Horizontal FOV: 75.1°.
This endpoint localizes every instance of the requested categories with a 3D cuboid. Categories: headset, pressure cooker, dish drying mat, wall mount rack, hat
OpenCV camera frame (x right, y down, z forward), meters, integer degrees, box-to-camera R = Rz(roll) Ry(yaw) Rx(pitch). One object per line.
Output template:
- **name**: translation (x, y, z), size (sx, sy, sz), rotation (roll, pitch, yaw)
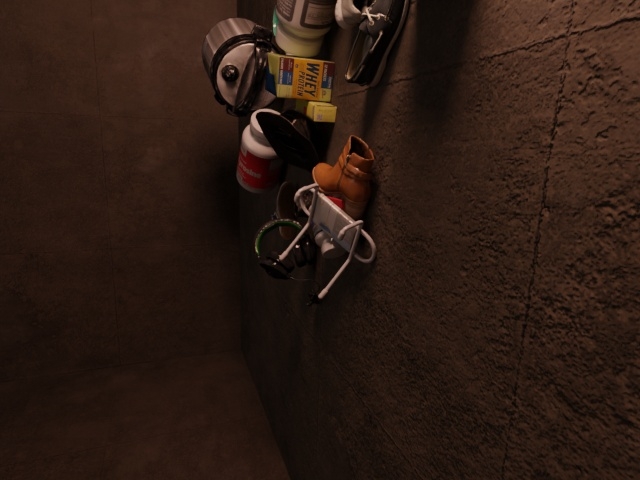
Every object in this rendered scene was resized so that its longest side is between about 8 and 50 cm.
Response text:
- **headset**: translation (-0.119, 0.089, 1.746), size (0.394, 0.243, 0.185), rotation (55, 172, 26)
- **pressure cooker**: translation (-0.367, -0.825, 2.007), size (0.420, 0.376, 0.369), rotation (62, 177, 43)
- **dish drying mat**: translation (0.046, -0.118, 1.306), size (0.083, 0.008, 0.032), rotation (25, 137, 54)
- **wall mount rack**: translation (0.000, 0.000, 1.323), size (0.350, 0.131, 0.304), rotation (42, 140, 27)
- **hat**: translation (-0.095, -0.420, 1.642), size (0.134, 0.331, 0.331), rotation (-54, 14, -15)

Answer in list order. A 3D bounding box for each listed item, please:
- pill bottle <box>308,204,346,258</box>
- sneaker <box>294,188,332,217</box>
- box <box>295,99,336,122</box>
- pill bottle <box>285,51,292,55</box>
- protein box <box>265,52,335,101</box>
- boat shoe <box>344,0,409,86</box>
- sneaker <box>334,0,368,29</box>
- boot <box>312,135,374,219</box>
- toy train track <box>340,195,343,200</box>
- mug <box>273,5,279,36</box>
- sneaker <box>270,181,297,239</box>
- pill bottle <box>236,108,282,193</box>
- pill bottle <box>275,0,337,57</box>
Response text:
- **pill bottle**: translation (0.028, -0.038, 1.446), size (0.112, 0.112, 0.186), rotation (120, 142, -56)
- **sneaker**: translation (-0.028, -0.168, 1.570), size (0.083, 0.118, 0.222), rotation (-115, 29, -46)
- **box**: translation (-0.021, -0.496, 1.557), size (0.232, 0.087, 0.058), rotation (-127, 39, -55)
- **pill bottle**: translation (-0.106, -0.714, 1.726), size (0.108, 0.108, 0.180), rotation (-159, 68, -68)
- **protein box**: translation (-0.082, -0.603, 1.536), size (0.200, 0.201, 0.135), rotation (-126, 39, -57)
- **boat shoe**: translation (0.143, -0.547, 1.091), size (0.114, 0.091, 0.302), rotation (-112, 27, -42)
- **sneaker**: translation (0.104, -0.758, 1.192), size (0.121, 0.099, 0.262), rotation (25, 124, 59)
- **boot**: translation (0.067, -0.226, 1.294), size (0.220, 0.109, 0.283), rotation (97, 153, -42)
- **toy train track**: translation (0.079, -0.144, 1.440), size (0.083, 0.014, 0.048), rotation (121, 135, -66)
- **mug**: translation (-0.142, -0.939, 1.806), size (0.129, 0.098, 0.157), rotation (134, 130, -63)
- **sneaker**: translation (-0.180, -0.158, 2.017), size (0.153, 0.099, 0.282), rotation (-136, 44, -59)
- **pill bottle**: translation (-0.288, -0.441, 2.082), size (0.407, 0.229, 0.229), rotation (116, 145, -53)
- **pill bottle**: translation (-0.037, -0.821, 1.382), size (0.361, 0.204, 0.204), rotation (114, 147, -50)
